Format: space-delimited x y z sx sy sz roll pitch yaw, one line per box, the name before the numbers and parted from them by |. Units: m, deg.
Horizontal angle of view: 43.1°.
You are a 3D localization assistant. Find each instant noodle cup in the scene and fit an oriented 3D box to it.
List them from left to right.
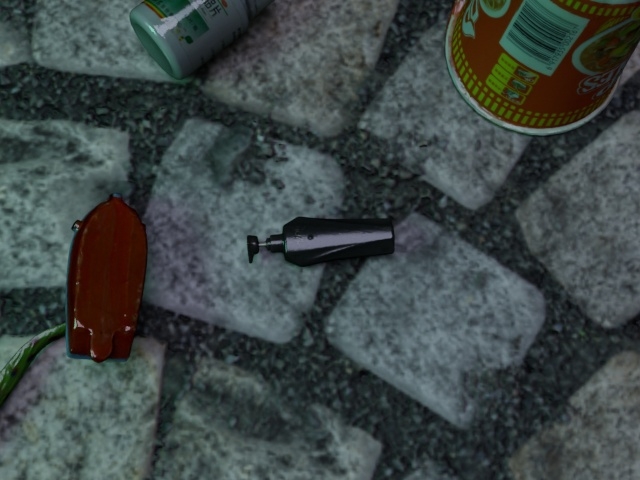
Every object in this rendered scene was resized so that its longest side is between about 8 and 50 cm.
instant noodle cup | 0.221 -0.223 0.731 0.193 0.212 0.193 1 75 -2

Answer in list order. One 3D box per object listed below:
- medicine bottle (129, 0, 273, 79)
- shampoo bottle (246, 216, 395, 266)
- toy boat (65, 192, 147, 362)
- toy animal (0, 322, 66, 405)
medicine bottle | -0.111 -0.224 0.785 0.130 0.080 0.080 -41 81 -10
shampoo bottle | 0.000 0.000 0.759 0.137 0.027 0.048 -3 74 -3
toy boat | -0.191 0.031 0.724 0.069 0.059 0.173 9 64 -22
toy animal | -0.310 0.131 0.707 0.075 0.041 0.217 38 73 6
